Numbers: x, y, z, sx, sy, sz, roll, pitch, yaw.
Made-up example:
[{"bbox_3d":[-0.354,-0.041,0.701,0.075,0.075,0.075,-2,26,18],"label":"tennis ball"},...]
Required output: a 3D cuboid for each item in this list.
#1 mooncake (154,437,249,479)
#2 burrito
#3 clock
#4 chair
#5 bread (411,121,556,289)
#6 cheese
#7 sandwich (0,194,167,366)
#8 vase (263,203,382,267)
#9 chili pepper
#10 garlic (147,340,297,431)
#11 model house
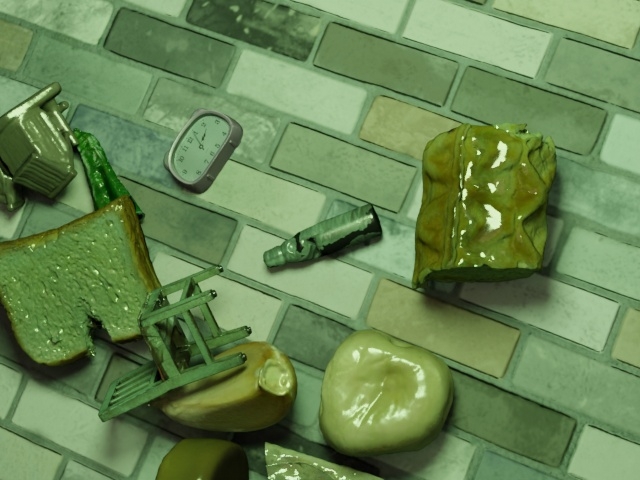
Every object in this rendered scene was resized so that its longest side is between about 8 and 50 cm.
[{"bbox_3d":[-0.193,0.422,1.786,0.117,0.235,0.235,-3,79,15],"label":"mooncake"},{"bbox_3d":[0.003,0.399,1.823,0.226,0.060,0.087,11,77,15],"label":"burrito"},{"bbox_3d":[-0.219,-0.170,1.987,0.110,0.050,0.153,33,88,16],"label":"clock"},{"bbox_3d":[-0.263,0.165,1.824,0.270,0.136,0.147,-22,107,9],"label":"chair"},{"bbox_3d":[0.262,-0.051,1.785,0.238,0.196,0.252,-2,76,11],"label":"bread"},{"bbox_3d":[0.097,0.248,1.804,0.235,0.117,0.218,-30,73,2],"label":"cheese"},{"bbox_3d":[-0.419,0.082,1.932,0.273,0.095,0.249,-19,99,7],"label":"sandwich"},{"bbox_3d":[0.000,0.000,1.902,0.211,0.060,0.060,-22,76,9],"label":"vase"},{"bbox_3d":[-0.403,-0.113,2.016,0.088,0.059,0.227,-34,72,11],"label":"chili pepper"},{"bbox_3d":[-0.148,0.247,1.834,0.244,0.164,0.145,-17,78,19],"label":"garlic"},{"bbox_3d":[-0.533,-0.157,2.015,0.229,0.122,0.188,-31,85,28],"label":"model house"}]
